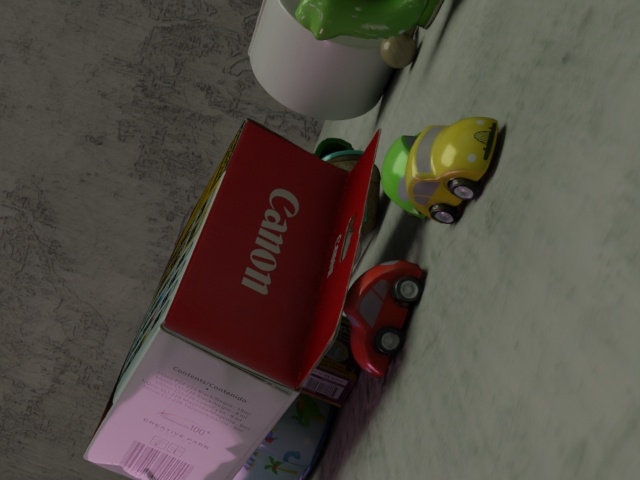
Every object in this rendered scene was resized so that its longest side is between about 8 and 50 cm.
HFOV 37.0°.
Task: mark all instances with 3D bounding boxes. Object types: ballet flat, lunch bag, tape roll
[{"bbox_3d":[0.000,0.000,1.246,0.342,0.116,0.124,137,127,-64],"label":"ballet flat"},{"bbox_3d":[-0.046,0.192,1.032,0.219,0.090,0.176,117,175,-46],"label":"lunch bag"},{"bbox_3d":[0.018,-0.342,1.579,0.169,0.246,0.246,115,173,-51],"label":"tape roll"}]

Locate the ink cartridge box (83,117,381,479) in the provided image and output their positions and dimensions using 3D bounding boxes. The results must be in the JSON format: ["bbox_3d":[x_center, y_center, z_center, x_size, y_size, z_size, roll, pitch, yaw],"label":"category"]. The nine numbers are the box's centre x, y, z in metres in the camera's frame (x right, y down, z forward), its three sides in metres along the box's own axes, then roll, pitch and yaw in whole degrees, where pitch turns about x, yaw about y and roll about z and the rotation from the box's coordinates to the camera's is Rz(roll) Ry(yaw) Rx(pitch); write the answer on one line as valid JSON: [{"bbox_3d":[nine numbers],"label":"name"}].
[{"bbox_3d":[-0.074,0.039,0.895,0.272,0.130,0.309,-55,14,38],"label":"ink cartridge box"}]

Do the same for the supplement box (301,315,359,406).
[{"bbox_3d":[0.009,0.112,0.932,0.083,0.055,0.043,-77,10,-53],"label":"supplement box"}]

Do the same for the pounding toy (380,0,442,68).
[{"bbox_3d":[0.124,-0.384,1.363,0.183,0.110,0.237,-76,8,-54],"label":"pounding toy"}]

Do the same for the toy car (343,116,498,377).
[{"bbox_3d":[0.074,-0.033,0.804,0.225,0.053,0.239,-79,10,-60],"label":"toy car"}]

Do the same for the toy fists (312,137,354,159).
[{"bbox_3d":[-0.021,-0.047,1.681,0.142,0.096,0.279,117,170,-61],"label":"toy fists"}]

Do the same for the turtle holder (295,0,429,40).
[{"bbox_3d":[0.090,-0.410,1.146,0.320,0.227,0.243,117,171,-51],"label":"turtle holder"}]
